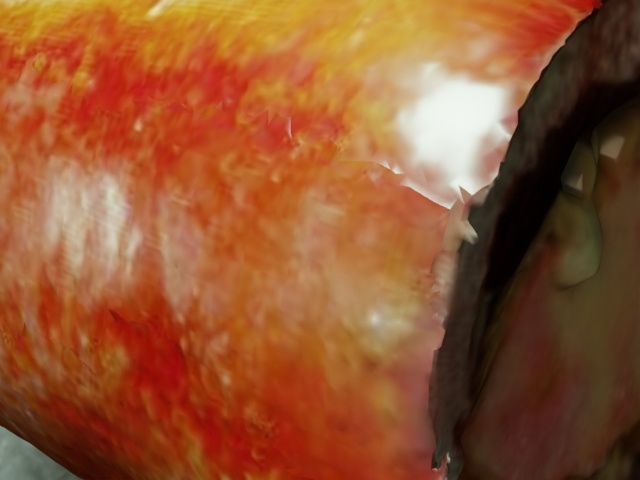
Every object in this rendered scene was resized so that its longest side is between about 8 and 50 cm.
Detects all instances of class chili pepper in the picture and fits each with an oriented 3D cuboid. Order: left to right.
[{"bbox_3d":[0.000,0.000,0.675,0.305,0.229,0.251,15,124,45],"label":"chili pepper"}]
